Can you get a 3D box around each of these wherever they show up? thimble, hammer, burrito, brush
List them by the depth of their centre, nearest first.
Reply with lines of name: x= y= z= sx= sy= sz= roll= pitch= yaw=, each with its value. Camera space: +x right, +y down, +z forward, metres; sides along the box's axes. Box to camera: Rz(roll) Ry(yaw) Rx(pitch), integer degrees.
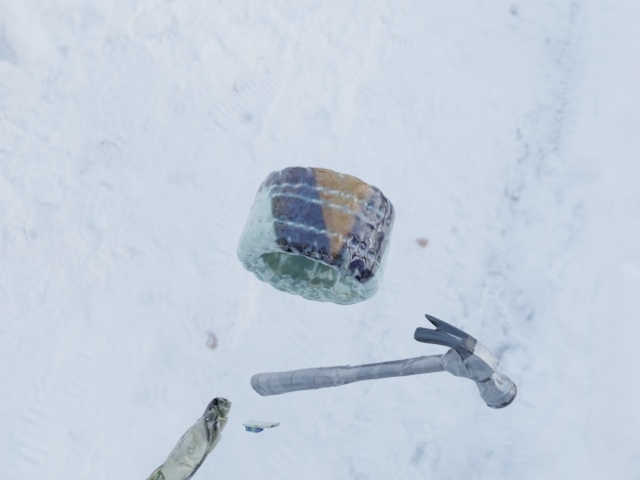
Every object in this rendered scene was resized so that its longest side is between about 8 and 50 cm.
hammer: x=0.054 y=0.190 z=0.996 sx=0.152 sy=0.427 sz=0.044 roll=46 pitch=48 yaw=-24
thimble: x=0.000 y=0.000 z=1.088 sx=0.237 sy=0.237 sz=0.150 roll=22 pitch=67 yaw=-12
burrito: x=-0.217 y=0.353 z=1.206 sx=0.058 sy=0.229 sz=0.063 roll=36 pitch=19 yaw=-11
brush: x=-0.152 y=0.479 z=1.844 sx=0.033 sy=0.178 sz=0.030 roll=-5 pitch=82 yaw=-31
